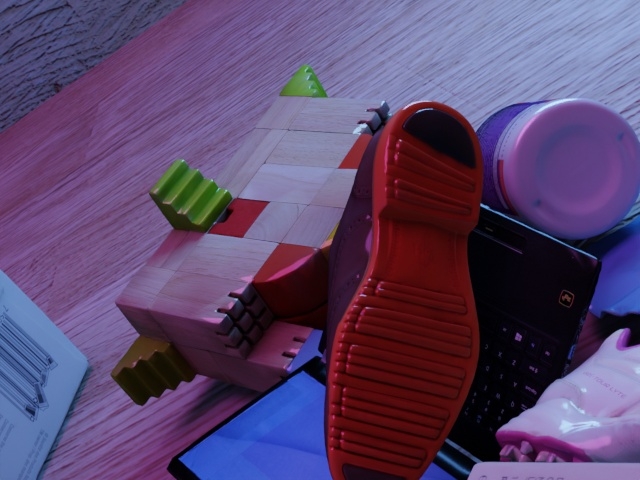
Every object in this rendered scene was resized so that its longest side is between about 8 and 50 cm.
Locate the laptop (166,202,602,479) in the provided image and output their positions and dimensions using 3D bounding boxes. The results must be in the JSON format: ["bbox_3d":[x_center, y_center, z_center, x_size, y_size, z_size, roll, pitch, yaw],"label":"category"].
[{"bbox_3d":[0.033,0.093,0.851,0.234,0.136,0.264,30,109,46],"label":"laptop"}]

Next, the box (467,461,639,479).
[{"bbox_3d":[0.175,0.196,0.560,0.232,0.148,0.127,-10,38,46],"label":"box"}]

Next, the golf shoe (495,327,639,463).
[{"bbox_3d":[0.235,0.107,0.670,0.140,0.115,0.306,-46,27,-25],"label":"golf shoe"}]

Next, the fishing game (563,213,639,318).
[{"bbox_3d":[0.272,0.002,0.875,0.189,0.041,0.264,-46,20,-31],"label":"fishing game"}]

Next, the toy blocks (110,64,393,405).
[{"bbox_3d":[0.000,0.000,1.113,0.261,0.190,0.381,8,52,42],"label":"toy blocks"}]

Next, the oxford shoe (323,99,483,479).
[{"bbox_3d":[0.048,0.045,0.817,0.098,0.097,0.271,-31,43,64],"label":"oxford shoe"}]

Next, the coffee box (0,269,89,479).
[{"bbox_3d":[-0.515,0.181,1.264,0.334,0.338,0.337,-24,29,29],"label":"coffee box"}]

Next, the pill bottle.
[{"bbox_3d":[0.179,-0.061,0.986,0.108,0.108,0.193,-40,8,-3],"label":"pill bottle"}]
